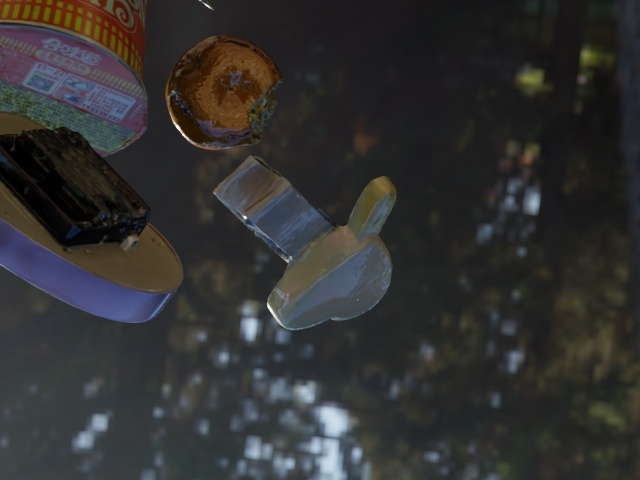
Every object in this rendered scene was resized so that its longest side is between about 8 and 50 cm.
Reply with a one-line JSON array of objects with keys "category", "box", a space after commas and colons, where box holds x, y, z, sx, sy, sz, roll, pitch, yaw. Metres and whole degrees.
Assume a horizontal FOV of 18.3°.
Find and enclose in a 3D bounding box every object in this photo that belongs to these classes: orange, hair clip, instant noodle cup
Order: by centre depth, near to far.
[{"category": "orange", "box": [-0.071, -0.104, 1.420, 0.086, 0.086, 0.062, 4, 172, -17]}, {"category": "instant noodle cup", "box": [-0.218, -0.202, 1.638, 0.193, 0.212, 0.193, 5, 149, 3]}, {"category": "hair clip", "box": [0.003, -0.001, 1.743, 0.218, 0.159, 0.071, 44, -169, -49]}]

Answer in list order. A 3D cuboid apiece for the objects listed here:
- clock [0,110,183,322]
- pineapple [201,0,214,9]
[{"category": "clock", "box": [-0.186, -0.028, 1.407, 0.198, 0.064, 0.172, 45, -159, 20]}, {"category": "pineapple", "box": [-0.098, -0.288, 1.186, 0.158, 0.334, 0.161, 10, -148, -11]}]
